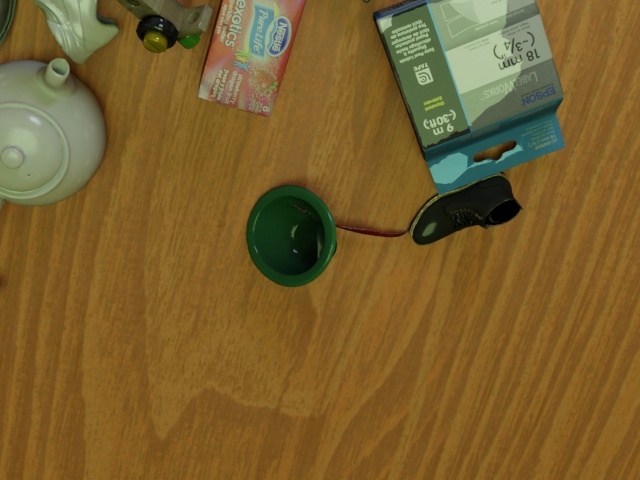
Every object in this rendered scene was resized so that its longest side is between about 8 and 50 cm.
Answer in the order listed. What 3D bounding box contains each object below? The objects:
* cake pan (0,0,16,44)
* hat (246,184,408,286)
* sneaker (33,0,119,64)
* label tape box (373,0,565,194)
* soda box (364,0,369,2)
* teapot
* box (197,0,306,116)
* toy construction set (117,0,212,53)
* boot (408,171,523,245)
[{"bbox_3d":[-0.606,-0.379,1.293,0.293,0.054,0.293,-5,107,-16],"label":"cake pan"},{"bbox_3d":[0.000,0.000,1.563,0.208,0.184,0.173,34,105,26],"label":"hat"},{"bbox_3d":[-0.391,-0.393,1.332,0.115,0.090,0.232,-30,122,2],"label":"sneaker"},{"bbox_3d":[0.255,-0.248,1.409,0.241,0.106,0.333,-21,108,6],"label":"label tape box"},{"bbox_3d":[0.032,-0.449,1.347,0.060,0.053,0.169,-43,110,14],"label":"soda box"},{"bbox_3d":[-0.466,-0.150,1.371,0.253,0.187,0.256,-13,115,2],"label":"teapot"},{"bbox_3d":[-0.099,-0.337,1.347,0.123,0.128,0.256,15,112,-10],"label":"box"},{"bbox_3d":[-0.209,-0.413,1.230,0.309,0.257,0.237,-28,134,24],"label":"toy construction set"},{"bbox_3d":[0.246,-0.039,1.501,0.198,0.137,0.077,-38,111,13],"label":"boot"}]
